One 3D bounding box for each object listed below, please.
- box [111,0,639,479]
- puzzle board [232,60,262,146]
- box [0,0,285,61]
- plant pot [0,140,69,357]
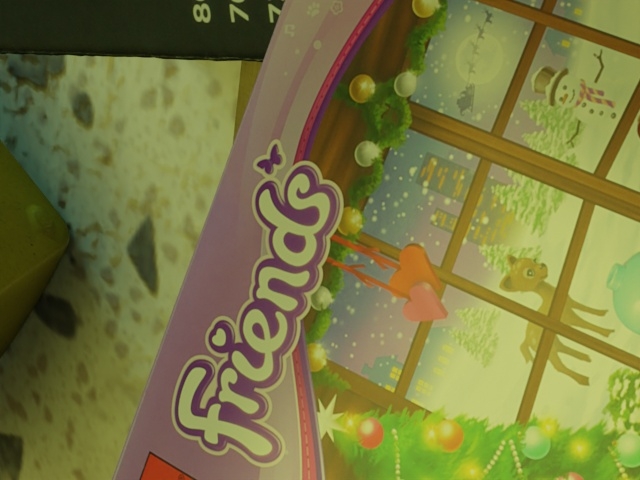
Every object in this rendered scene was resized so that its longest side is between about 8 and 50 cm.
[{"bbox_3d":[0.078,-0.003,0.343,0.201,0.057,0.293,25,100,27],"label":"box"},{"bbox_3d":[0.000,0.000,0.582,0.096,0.011,0.128,27,121,36],"label":"puzzle board"},{"bbox_3d":[-0.029,-0.140,0.496,0.207,0.108,0.153,10,110,44],"label":"box"},{"bbox_3d":[-0.243,0.014,0.680,0.187,0.212,0.212,-36,95,26],"label":"plant pot"}]
